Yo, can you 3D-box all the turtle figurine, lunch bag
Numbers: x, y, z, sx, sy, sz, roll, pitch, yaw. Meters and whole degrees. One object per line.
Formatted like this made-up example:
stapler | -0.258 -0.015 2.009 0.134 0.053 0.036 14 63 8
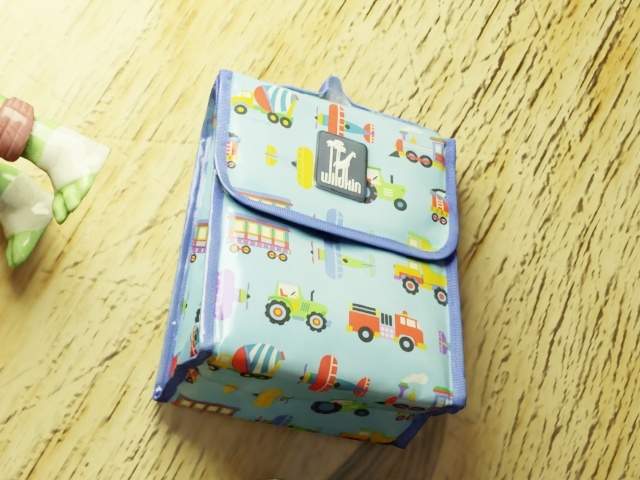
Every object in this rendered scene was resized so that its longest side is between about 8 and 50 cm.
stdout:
turtle figurine | -0.309 -0.075 1.140 0.266 0.275 0.198 37 104 -15
lunch bag | 0.000 0.000 1.292 0.220 0.138 0.293 13 64 -17

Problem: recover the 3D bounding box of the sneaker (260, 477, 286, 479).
sneaker | -0.015 0.294 1.238 0.115 0.090 0.232 -20 88 -26
